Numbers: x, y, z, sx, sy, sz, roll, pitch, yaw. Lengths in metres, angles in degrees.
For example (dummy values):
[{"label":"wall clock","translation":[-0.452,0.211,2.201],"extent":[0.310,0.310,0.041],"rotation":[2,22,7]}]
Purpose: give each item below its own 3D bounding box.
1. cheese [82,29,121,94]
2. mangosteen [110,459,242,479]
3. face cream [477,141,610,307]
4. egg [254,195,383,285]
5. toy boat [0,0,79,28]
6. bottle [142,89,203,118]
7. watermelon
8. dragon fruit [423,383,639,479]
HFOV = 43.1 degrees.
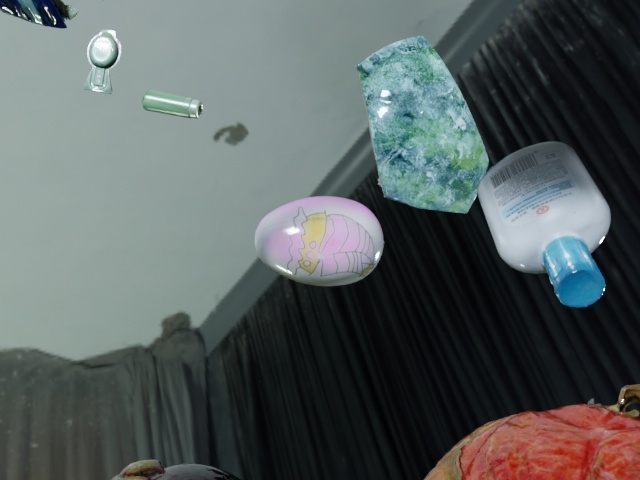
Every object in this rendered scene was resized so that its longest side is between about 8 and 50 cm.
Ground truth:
[{"label":"cheese","translation":[-0.415,-0.342,1.541],"extent":[0.067,0.120,0.026],"rotation":[12,-178,7]},{"label":"mangosteen","translation":[-0.173,0.326,0.834],"extent":[0.250,0.211,0.211],"rotation":[19,134,-12]},{"label":"face cream","translation":[0.322,-0.027,1.140],"extent":[0.163,0.336,0.080],"rotation":[-27,118,15]},{"label":"egg","translation":[0.000,0.000,1.695],"extent":[0.271,0.196,0.196],"rotation":[7,138,-28]},{"label":"toy boat","translation":[-0.282,-0.393,0.998],"extent":[0.291,0.067,0.220],"rotation":[-22,121,-10]},{"label":"bottle","translation":[-0.209,-0.192,1.150],"extent":[0.083,0.030,0.030],"rotation":[13,145,12]},{"label":"watermelon","translation":[0.203,-0.224,1.745],"extent":[0.229,0.387,0.258],"rotation":[-19,177,-2]},{"label":"dragon fruit","translation":[0.112,0.192,0.402],"extent":[0.224,0.218,0.148],"rotation":[-35,152,26]}]
